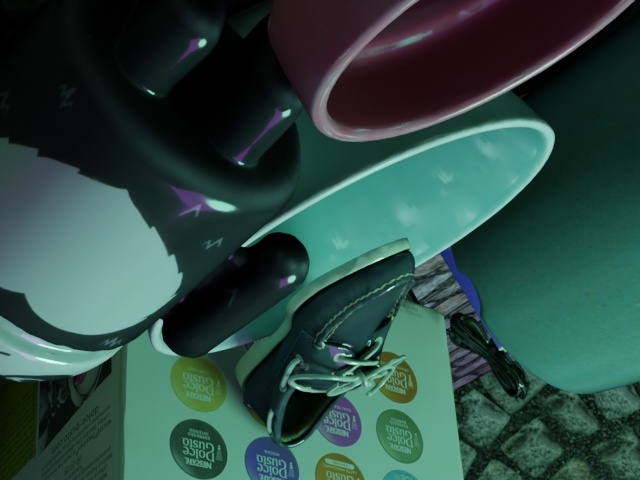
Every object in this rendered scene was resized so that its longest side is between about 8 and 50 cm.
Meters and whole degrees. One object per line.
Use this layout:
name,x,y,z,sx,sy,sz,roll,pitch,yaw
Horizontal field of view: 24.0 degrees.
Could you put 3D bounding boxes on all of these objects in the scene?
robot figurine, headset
robot figurine,-0.124,-0.037,0.843,0.278,0.209,0.174,-40,163,29
headset,0.056,0.233,1.745,0.394,0.185,0.243,-42,170,-17

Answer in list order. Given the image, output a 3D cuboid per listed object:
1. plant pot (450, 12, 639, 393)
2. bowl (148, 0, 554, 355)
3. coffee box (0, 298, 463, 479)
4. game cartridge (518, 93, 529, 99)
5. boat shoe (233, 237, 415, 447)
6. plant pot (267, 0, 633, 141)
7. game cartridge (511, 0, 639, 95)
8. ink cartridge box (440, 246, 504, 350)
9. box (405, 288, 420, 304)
plant pot,0.303,-0.044,1.208,0.341,0.341,0.334,-12,166,-47
bowl,-0.012,-0.062,1.060,0.312,0.163,0.311,-27,165,-8
coffee box,-0.102,0.237,1.337,0.338,0.334,0.338,18,140,-28
game cartridge,0.295,-0.046,1.432,0.324,0.285,0.053,-28,178,3
boat shoe,0.008,0.081,1.103,0.095,0.079,0.254,-13,159,-35
plant pot,0.047,-0.176,0.738,0.201,0.180,0.201,-26,166,-7
game cartridge,0.211,-0.216,1.150,0.230,0.068,0.355,-15,161,-29
ink cartridge box,0.164,0.020,1.576,0.045,0.206,0.208,-36,163,17
box,-0.012,0.136,1.867,0.261,0.103,0.184,-32,162,15
